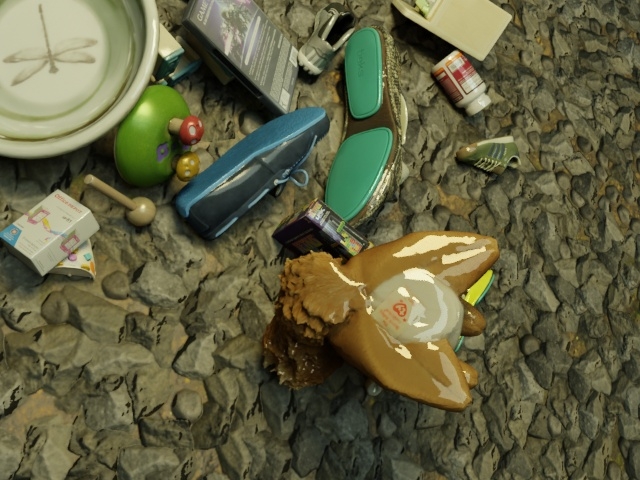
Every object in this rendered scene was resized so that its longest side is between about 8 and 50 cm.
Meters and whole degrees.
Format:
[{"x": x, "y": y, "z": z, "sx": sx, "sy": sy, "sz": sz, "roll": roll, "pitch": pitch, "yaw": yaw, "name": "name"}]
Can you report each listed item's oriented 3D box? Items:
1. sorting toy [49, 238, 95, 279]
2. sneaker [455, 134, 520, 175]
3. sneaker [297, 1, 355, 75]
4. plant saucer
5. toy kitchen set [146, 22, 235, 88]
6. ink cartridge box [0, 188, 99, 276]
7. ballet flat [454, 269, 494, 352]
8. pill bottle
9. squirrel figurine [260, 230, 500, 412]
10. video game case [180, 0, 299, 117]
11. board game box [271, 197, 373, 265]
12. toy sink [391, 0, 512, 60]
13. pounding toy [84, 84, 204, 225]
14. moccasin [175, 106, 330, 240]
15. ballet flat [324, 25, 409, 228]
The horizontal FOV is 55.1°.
[{"x": -0.418, "y": 0.022, "z": 1.032, "sx": 0.083, "sy": 0.045, "sz": 0.075, "roll": 7, "pitch": 55, "yaw": -26, "name": "sorting toy"}, {"x": 0.421, "y": -0.200, "z": 1.500, "sx": 0.192, "sy": 0.064, "sz": 0.086, "roll": -16, "pitch": 80, "yaw": -33, "name": "sneaker"}, {"x": 0.040, "y": -0.461, "z": 1.321, "sx": 0.086, "sy": 0.132, "sz": 0.229, "roll": 34, "pitch": 54, "yaw": -21, "name": "sneaker"}, {"x": -0.456, "y": -0.324, "z": 1.013, "sx": 0.400, "sy": 0.100, "sz": 0.401, "roll": 0, "pitch": 85, "yaw": 0, "name": "plant saucer"}, {"x": -0.230, "y": -0.346, "z": 1.145, "sx": 0.122, "sy": 0.166, "sz": 0.207, "roll": 50, "pitch": 61, "yaw": -8, "name": "toy kitchen set"}, {"x": -0.438, "y": -0.015, "z": 0.996, "sx": 0.088, "sy": 0.052, "sz": 0.122, "roll": 29, "pitch": 57, "yaw": 24, "name": "ink cartridge box"}, {"x": 0.309, "y": 0.140, "z": 1.356, "sx": 0.077, "sy": 0.077, "sz": 0.231, "roll": 33, "pitch": 65, "yaw": 2, "name": "ballet flat"}, {"x": 0.347, "y": -0.383, "z": 1.499, "sx": 0.086, "sy": 0.086, "sz": 0.152, "roll": -41, "pitch": 98, "yaw": -29, "name": "pill bottle"}, {"x": 0.096, "y": 0.156, "z": 1.113, "sx": 0.396, "sy": 0.370, "sz": 0.281, "roll": 7, "pitch": 72, "yaw": 4, "name": "squirrel figurine"}, {"x": -0.143, "y": -0.392, "z": 1.202, "sx": 0.274, "sy": 0.026, "sz": 0.196, "roll": 39, "pitch": 46, "yaw": -37, "name": "video game case"}, {"x": 0.000, "y": 0.000, "z": 1.172, "sx": 0.141, "sy": 0.170, "sz": 0.048, "roll": 38, "pitch": 65, "yaw": -13, "name": "board game box"}, {"x": 0.311, "y": -0.557, "z": 1.463, "sx": 0.234, "sy": 0.131, "sz": 0.153, "roll": 23, "pitch": 27, "yaw": -19, "name": "toy sink"}, {"x": -0.264, "y": -0.143, "z": 1.054, "sx": 0.110, "sy": 0.183, "sz": 0.237, "roll": 20, "pitch": 73, "yaw": 18, "name": "pounding toy"}, {"x": -0.119, "y": -0.132, "z": 1.182, "sx": 0.342, "sy": 0.137, "sz": 0.117, "roll": -36, "pitch": 122, "yaw": -12, "name": "moccasin"}, {"x": 0.125, "y": -0.225, "z": 1.320, "sx": 0.182, "sy": 0.164, "sz": 0.483, "roll": 27, "pitch": 62, "yaw": -47, "name": "ballet flat"}]
